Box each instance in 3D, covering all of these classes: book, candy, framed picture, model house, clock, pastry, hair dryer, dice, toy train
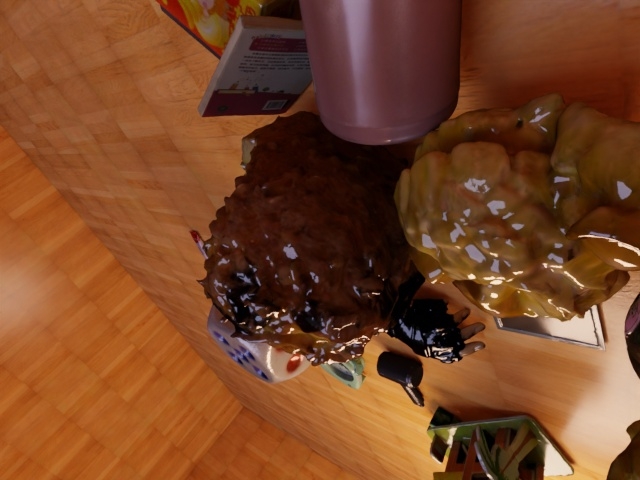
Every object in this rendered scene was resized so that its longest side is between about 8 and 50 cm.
[{"bbox_3d":[-0.080,-0.250,0.676,0.232,0.162,0.022,-29,75,59],"label":"book"},{"bbox_3d":[-0.170,-0.389,0.658,0.276,0.088,0.146,40,152,3],"label":"candy"},{"bbox_3d":[0.372,0.118,0.761,0.183,0.011,0.141,4,134,47],"label":"framed picture"},{"bbox_3d":[0.335,0.552,1.001,0.300,0.323,0.340,-30,105,41],"label":"model house"},{"bbox_3d":[0.070,0.372,1.398,0.159,0.066,0.210,29,148,21],"label":"clock"},{"bbox_3d":[0.015,-0.003,0.686,0.338,0.404,0.292,14,132,-7],"label":"pastry"},{"bbox_3d":[0.249,0.404,1.232,0.114,0.070,0.248,7,139,46],"label":"hair dryer"},{"bbox_3d":[-0.137,0.231,1.264,0.243,0.259,0.251,21,145,35],"label":"dice"},{"bbox_3d":[0.395,0.567,1.256,0.200,0.083,0.132,21,138,27],"label":"toy train"}]

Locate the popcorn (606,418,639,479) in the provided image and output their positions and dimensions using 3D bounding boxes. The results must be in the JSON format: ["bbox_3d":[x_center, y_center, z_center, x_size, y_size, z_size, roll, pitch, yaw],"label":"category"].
[{"bbox_3d":[0.540,0.358,0.630,0.226,0.276,0.276,29,148,31],"label":"popcorn"}]

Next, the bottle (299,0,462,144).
[{"bbox_3d":[0.049,-0.272,0.475,0.206,0.173,0.296,43,158,41],"label":"bottle"}]

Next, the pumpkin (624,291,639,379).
[{"bbox_3d":[0.475,0.127,0.470,0.260,0.189,0.260,29,149,19],"label":"pumpkin"}]

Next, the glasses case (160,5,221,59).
[{"bbox_3d":[-0.197,-0.366,0.767,0.191,0.042,0.072,41,158,2],"label":"glasses case"}]

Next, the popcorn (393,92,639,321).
[{"bbox_3d":[0.216,-0.036,0.480,0.265,0.225,0.332,26,175,2],"label":"popcorn"}]

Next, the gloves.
[{"bbox_3d":[0.232,0.180,0.918,0.204,0.124,0.164,22,164,45],"label":"gloves"}]

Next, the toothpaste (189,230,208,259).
[{"bbox_3d":[-0.395,0.046,1.559,0.048,0.031,0.190,10,135,48],"label":"toothpaste"}]
